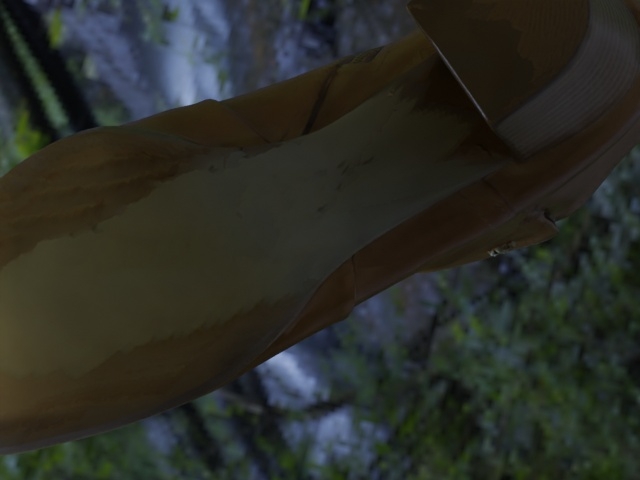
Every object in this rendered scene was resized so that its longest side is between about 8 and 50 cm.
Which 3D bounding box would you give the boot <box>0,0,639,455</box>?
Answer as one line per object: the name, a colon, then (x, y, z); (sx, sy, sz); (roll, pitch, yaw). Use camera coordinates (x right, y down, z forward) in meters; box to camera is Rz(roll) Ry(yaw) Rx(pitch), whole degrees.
boot: (0.000, -0.001, 0.708); (0.295, 0.104, 0.211); (-30, 165, 10)
